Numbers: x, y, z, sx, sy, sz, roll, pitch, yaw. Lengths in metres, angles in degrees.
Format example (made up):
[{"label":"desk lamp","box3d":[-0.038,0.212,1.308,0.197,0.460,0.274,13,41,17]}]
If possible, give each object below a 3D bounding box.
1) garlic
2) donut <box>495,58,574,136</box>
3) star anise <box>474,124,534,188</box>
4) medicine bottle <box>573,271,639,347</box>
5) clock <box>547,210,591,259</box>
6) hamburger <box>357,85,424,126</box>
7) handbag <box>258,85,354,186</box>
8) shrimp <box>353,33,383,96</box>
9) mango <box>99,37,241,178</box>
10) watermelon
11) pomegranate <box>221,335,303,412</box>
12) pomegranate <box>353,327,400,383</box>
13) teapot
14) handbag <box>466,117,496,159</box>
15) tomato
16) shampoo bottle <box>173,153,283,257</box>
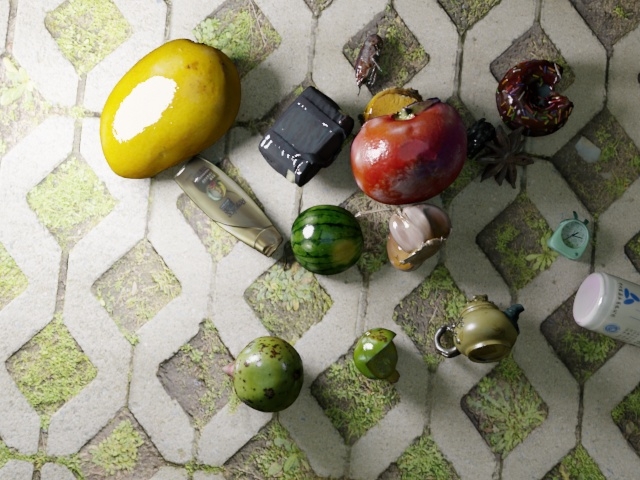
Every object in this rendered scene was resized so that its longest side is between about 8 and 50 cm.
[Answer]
[{"label":"garlic","box3d":[0.230,-0.013,1.674,0.256,0.207,0.207,15,87,-17]},{"label":"donut","box3d":[0.624,-0.420,1.764,0.216,0.096,0.230,3,88,-2]},{"label":"star anise","box3d":[0.534,-0.246,1.758,0.195,0.065,0.183,10,106,-18]},{"label":"medicine bottle","box3d":[0.883,0.209,1.711,0.292,0.170,0.170,20,87,-2]},{"label":"clock","box3d":[0.737,-0.017,1.779,0.101,0.041,0.135,32,86,0]},{"label":"hamburger","box3d":[0.213,-0.350,1.723,0.181,0.118,0.191,30,112,-17]},{"label":"handbag","box3d":[-0.031,-0.280,1.702,0.181,0.181,0.254,42,88,7]},{"label":"shrimp","box3d":[0.136,-0.508,1.770,0.073,0.075,0.190,18,81,-20]},{"label":"mango","box3d":[-0.419,-0.355,1.671,0.445,0.232,0.300,-43,93,5]},{"label":"watermelon","box3d":[0.008,-0.002,1.717,0.232,0.127,0.204,4,91,4]},{"label":"pomegranate","box3d":[-0.169,0.368,1.676,0.247,0.214,0.214,-5,87,33]},{"label":"pomegranate","box3d":[0.157,0.325,1.714,0.122,0.143,0.169,5,132,30]},{"label":"teapot","box3d":[0.444,0.243,1.716,0.269,0.173,0.183,-19,51,21]},{"label":"handbag","box3d":[0.449,-0.308,1.734,0.115,0.139,0.072,-42,77,-1]},{"label":"tomato","box3d":[0.257,-0.204,1.645,0.334,0.176,0.290,-16,129,2]},{"label":"shampoo bottle","box3d":[-0.254,-0.091,1.733,0.350,0.084,0.125,43,85,0]}]
